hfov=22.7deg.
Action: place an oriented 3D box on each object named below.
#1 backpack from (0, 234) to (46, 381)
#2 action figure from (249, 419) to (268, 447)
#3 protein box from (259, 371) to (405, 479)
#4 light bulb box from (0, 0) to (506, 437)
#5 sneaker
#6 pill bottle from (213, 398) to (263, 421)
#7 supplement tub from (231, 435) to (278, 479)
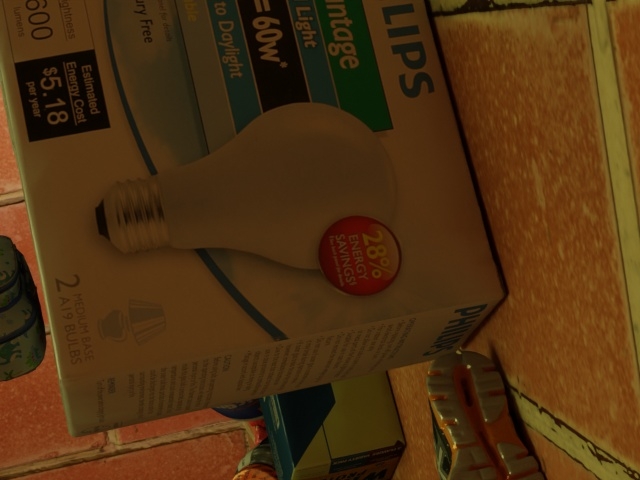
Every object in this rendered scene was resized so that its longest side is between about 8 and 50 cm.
[{"bbox_3d":[-0.275,0.056,1.266,0.114,0.105,0.084,-120,19,-46],"label":"backpack"},{"bbox_3d":[0.004,0.343,2.315,0.280,0.139,0.091,55,179,-1],"label":"action figure"},{"bbox_3d":[0.003,0.197,1.940,0.201,0.136,0.199,100,157,-67],"label":"protein box"},{"bbox_3d":[-0.074,-0.054,1.365,0.225,0.361,0.358,113,144,-72],"label":"light bulb box"},{"bbox_3d":[0.135,0.195,1.297,0.083,0.084,0.215,86,179,-50],"label":"sneaker"},{"bbox_3d":[-0.116,0.164,2.185,0.272,0.152,0.152,43,-151,-63],"label":"pill bottle"},{"bbox_3d":[-0.041,0.315,2.161,0.190,0.117,0.117,-31,-66,-59],"label":"supplement tub"}]
